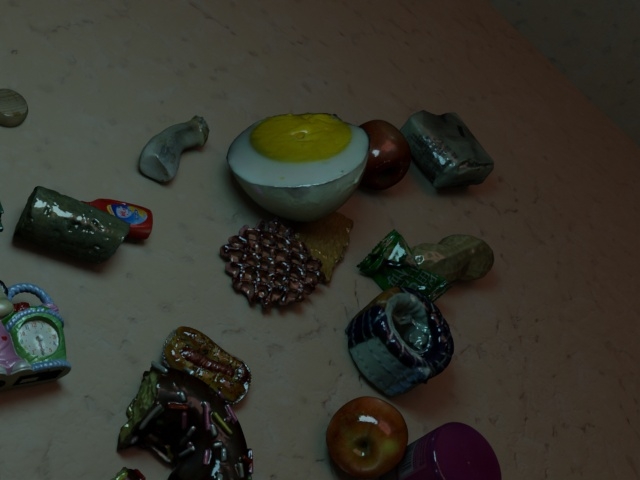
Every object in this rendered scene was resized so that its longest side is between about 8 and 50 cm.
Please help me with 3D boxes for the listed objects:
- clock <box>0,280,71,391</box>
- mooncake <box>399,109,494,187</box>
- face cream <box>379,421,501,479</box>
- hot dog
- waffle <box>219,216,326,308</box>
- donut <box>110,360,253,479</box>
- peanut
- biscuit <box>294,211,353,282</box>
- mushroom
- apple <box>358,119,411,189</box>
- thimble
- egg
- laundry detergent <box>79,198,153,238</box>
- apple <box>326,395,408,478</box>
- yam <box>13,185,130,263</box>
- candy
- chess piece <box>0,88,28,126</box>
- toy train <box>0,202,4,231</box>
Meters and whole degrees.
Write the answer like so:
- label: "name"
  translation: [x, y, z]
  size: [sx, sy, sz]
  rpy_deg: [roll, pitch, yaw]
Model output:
- label: "clock"
  translation: [-0.531, 0.151, 1.369]
  size: [0.194, 0.100, 0.195]
  rpy_deg: [-5, 63, -45]
- label: "mooncake"
  translation: [0.364, -0.262, 2.395]
  size: [0.250, 0.136, 0.254]
  rpy_deg: [-11, 59, -45]
- label: "face cream"
  translation: [0.237, 0.480, 1.631]
  size: [0.175, 0.195, 0.175]
  rpy_deg: [20, 48, -24]
- label: "hot dog"
  translation: [-0.220, 0.239, 1.574]
  size: [0.191, 0.059, 0.108]
  rpy_deg: [35, 46, -13]
- label: "waffle"
  translation: [-0.109, 0.053, 1.810]
  size: [0.221, 0.055, 0.234]
  rpy_deg: [49, 46, 11]
- label: "donut"
  translation: [-0.241, 0.390, 1.374]
  size: [0.259, 0.136, 0.345]
  rpy_deg: [31, 44, -10]
- label: "peanut"
  translation: [0.336, 0.050, 2.129]
  size: [0.298, 0.120, 0.136]
  rpy_deg: [-8, 38, -41]
- label: "biscuit"
  translation: [-0.001, 0.001, 1.963]
  size: [0.144, 0.033, 0.224]
  rpy_deg: [31, 44, -9]
- label: "mushroom"
  translation: [-0.332, -0.218, 1.848]
  size: [0.092, 0.081, 0.223]
  rpy_deg: [25, 39, 7]
- label: "apple"
  translation: [0.151, -0.230, 2.169]
  size: [0.181, 0.181, 0.168]
  rpy_deg: [-3, 51, -40]
- label: "thimble"
  translation: [0.181, 0.230, 1.831]
  size: [0.237, 0.150, 0.237]
  rpy_deg: [22, 46, -25]
- label: "egg"
  translation: [-0.041, -0.150, 1.919]
  size: [0.337, 0.201, 0.337]
  rpy_deg: [-5, 39, 4]
- label: "laundry detergent"
  translation: [-0.428, -0.055, 1.656]
  size: [0.165, 0.049, 0.097]
  rpy_deg: [16, 31, -26]
- label: "apple"
  translation: [0.096, 0.392, 1.625]
  size: [0.163, 0.163, 0.139]
  rpy_deg: [47, 13, 4]
- label: "yam"
  translation: [-0.471, -0.024, 1.552]
  size: [0.194, 0.107, 0.107]
  rpy_deg: [23, 45, -25]
- label: "candy"
  translation: [0.204, 0.085, 1.994]
  size: [0.203, 0.141, 0.078]
  rpy_deg: [48, 8, 0]
- label: "chess piece"
  translation: [-0.647, -0.274, 1.673]
  size: [0.083, 0.038, 0.084]
  rpy_deg: [24, 44, -25]
- label: "toy train"
  translation: [-0.625, -0.081, 1.475]
  size: [0.071, 0.111, 0.170]
  rpy_deg: [-10, 64, -38]
